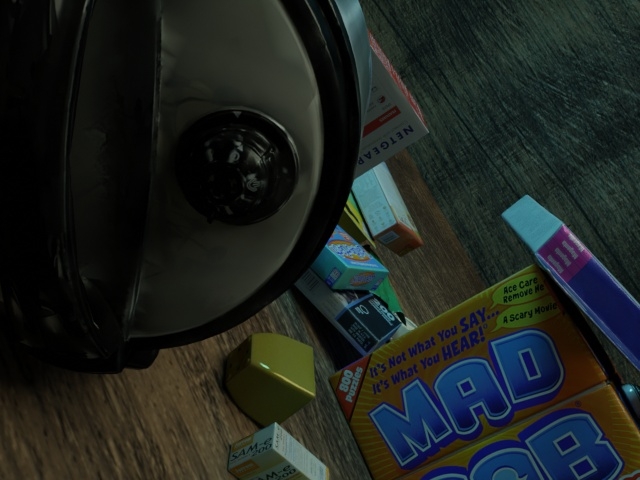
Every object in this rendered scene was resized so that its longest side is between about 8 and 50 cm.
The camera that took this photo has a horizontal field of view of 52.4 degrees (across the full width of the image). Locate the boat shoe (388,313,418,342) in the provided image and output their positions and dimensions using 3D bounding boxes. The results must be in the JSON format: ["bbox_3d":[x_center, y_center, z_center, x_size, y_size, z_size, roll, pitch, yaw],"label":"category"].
[{"bbox_3d":[0.192,0.239,1.354,0.206,0.075,0.065,51,-24,-6],"label":"boat shoe"}]

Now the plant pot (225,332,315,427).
[{"bbox_3d":[-0.064,0.156,0.763,0.083,0.081,0.081,36,27,-26],"label":"plant pot"}]

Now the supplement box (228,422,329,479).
[{"bbox_3d":[-0.043,0.245,0.696,0.098,0.062,0.036,48,22,-27],"label":"supplement box"}]

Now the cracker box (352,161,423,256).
[{"bbox_3d":[0.128,-0.093,1.409,0.156,0.067,0.232,31,33,-57],"label":"cracker box"}]

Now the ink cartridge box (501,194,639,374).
[{"bbox_3d":[0.425,0.090,0.970,0.324,0.071,0.330,45,13,-7],"label":"ink cartridge box"}]

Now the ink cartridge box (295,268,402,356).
[{"bbox_3d":[0.046,0.093,1.121,0.206,0.045,0.208,45,15,12],"label":"ink cartridge box"}]

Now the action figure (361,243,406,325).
[{"bbox_3d":[0.108,0.076,1.357,0.137,0.063,0.232,48,18,-26],"label":"action figure"}]

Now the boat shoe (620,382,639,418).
[{"bbox_3d":[0.456,0.225,0.910,0.142,0.040,0.049,36,29,-48],"label":"boat shoe"}]

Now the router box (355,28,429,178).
[{"bbox_3d":[-0.086,-0.173,0.824,0.301,0.335,0.082,50,20,-28],"label":"router box"}]

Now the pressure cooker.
[{"bbox_3d":[-0.138,-0.122,0.542,0.370,0.375,0.420,56,17,-16],"label":"pressure cooker"}]

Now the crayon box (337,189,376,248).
[{"bbox_3d":[0.021,-0.117,1.410,0.203,0.083,0.323,50,19,-26],"label":"crayon box"}]

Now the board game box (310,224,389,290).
[{"bbox_3d":[0.000,0.000,1.095,0.210,0.047,0.160,43,16,25],"label":"board game box"}]

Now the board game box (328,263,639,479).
[{"bbox_3d":[0.299,0.292,1.034,0.356,0.356,0.356,16,44,-63],"label":"board game box"}]
